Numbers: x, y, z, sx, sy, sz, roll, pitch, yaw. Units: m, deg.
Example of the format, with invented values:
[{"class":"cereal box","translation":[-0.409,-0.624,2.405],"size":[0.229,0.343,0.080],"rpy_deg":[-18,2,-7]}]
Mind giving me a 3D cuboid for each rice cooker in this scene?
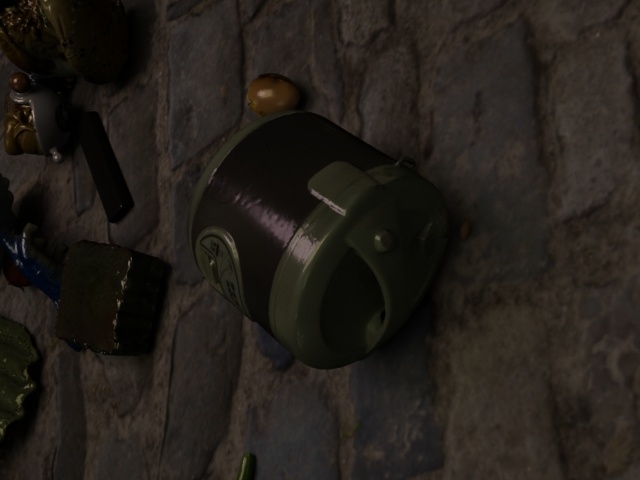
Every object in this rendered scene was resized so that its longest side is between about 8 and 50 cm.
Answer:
[{"class":"rice cooker","translation":[0.001,0.002,1.007],"size":[0.277,0.288,0.288],"rpy_deg":[37,102,34]}]

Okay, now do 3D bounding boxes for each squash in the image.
[{"class":"squash","translation":[-0.115,0.356,1.161],"size":[0.027,0.027,0.089],"rpy_deg":[16,86,37]}]

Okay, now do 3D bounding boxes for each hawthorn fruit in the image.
[{"class":"hawthorn fruit","translation":[-0.573,0.052,1.523],"size":[0.081,0.081,0.093],"rpy_deg":[29,99,36]}]

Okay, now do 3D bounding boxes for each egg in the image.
[{"class":"egg","translation":[-0.071,-0.222,1.227],"size":[0.083,0.071,0.071],"rpy_deg":[13,88,30]}]

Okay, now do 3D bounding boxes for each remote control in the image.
[{"class":"remote control","translation":[-0.409,-0.140,1.480],"size":[0.063,0.025,0.245],"rpy_deg":[-43,58,25]}]

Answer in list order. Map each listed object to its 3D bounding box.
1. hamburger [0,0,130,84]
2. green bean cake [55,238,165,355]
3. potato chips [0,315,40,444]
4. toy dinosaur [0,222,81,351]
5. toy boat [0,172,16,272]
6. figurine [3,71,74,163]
[{"class":"hamburger","translation":[-0.463,-0.376,1.417],"size":[0.167,0.288,0.193],"rpy_deg":[-11,86,14]},{"class":"green bean cake","translation":[-0.354,0.097,1.345],"size":[0.173,0.094,0.182],"rpy_deg":[6,84,37]},{"class":"potato chips","translation":[-0.740,0.282,1.521],"size":[0.429,0.070,0.359],"rpy_deg":[18,62,26]},{"class":"toy dinosaur","translation":[-0.509,0.071,1.408],"size":[0.075,0.247,0.188],"rpy_deg":[-24,46,44]},{"class":"toy boat","translation":[-0.647,-0.027,1.476],"size":[0.100,0.290,0.200],"rpy_deg":[1,95,-8]},{"class":"figurine","translation":[-0.541,-0.284,1.553],"size":[0.194,0.133,0.274],"rpy_deg":[106,169,-48]}]
